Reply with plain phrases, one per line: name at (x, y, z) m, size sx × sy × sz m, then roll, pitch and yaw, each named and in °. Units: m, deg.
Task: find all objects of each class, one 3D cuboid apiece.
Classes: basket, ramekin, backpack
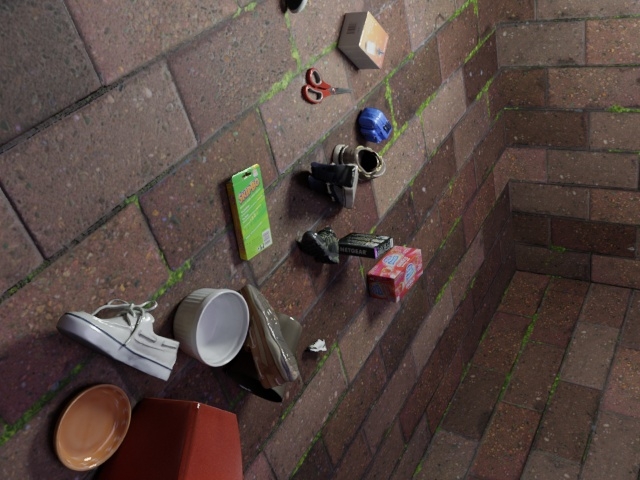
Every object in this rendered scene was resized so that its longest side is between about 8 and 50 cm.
basket at (-0.156, 0.343, 1.848) m, size 0.204 × 0.154 × 0.226 m, roll 43°, pitch 55°, yaw -31°
ramekin at (-0.299, 0.225, 1.632) m, size 0.207 × 0.109 × 0.207 m, roll -21°, pitch 116°, yaw -54°
backpack at (0.197, -0.426, 2.238) m, size 0.101 × 0.098 × 0.120 m, roll -63°, pitch 144°, yaw -19°

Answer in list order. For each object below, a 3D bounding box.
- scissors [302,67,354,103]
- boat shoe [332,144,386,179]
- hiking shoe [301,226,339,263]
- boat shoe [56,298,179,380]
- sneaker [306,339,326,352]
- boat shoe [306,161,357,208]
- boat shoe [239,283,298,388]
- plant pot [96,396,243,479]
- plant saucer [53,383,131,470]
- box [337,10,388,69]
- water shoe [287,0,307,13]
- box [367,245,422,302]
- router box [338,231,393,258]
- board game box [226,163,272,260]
scissors at (0.031, -0.495, 2.042) m, size 0.297 × 0.021 × 0.108 m, roll 5°, pitch 91°, yaw -58°
boat shoe at (0.168, -0.284, 2.227) m, size 0.324 × 0.097 × 0.116 m, roll 9°, pitch 90°, yaw -57°
hiking shoe at (0.000, 0.000, 2.075) m, size 0.227 × 0.086 × 0.114 m, roll 45°, pitch 47°, yaw -58°
boat shoe at (-0.436, 0.202, 1.395) m, size 0.367 × 0.136 × 0.156 m, roll 49°, pitch 58°, yaw -53°
sneaker at (-0.018, 0.377, 2.171) m, size 0.109 × 0.040 × 0.043 m, roll 9°, pitch 74°, yaw -61°
boat shoe at (0.042, -0.194, 2.056) m, size 0.340 × 0.158 × 0.127 m, roll 77°, pitch 23°, yaw -79°
boat shoe at (-0.175, 0.270, 1.726) m, size 0.324 × 0.117 × 0.123 m, roll 64°, pitch 8°, yaw 32°
plant pot at (-0.349, 0.529, 1.515) m, size 0.267 × 0.268 × 0.235 m, roll 42°, pitch 52°, yaw -53°
plant saucer at (-0.528, 0.425, 1.398) m, size 0.200 × 0.037 × 0.199 m, roll -22°, pitch 117°, yaw -53°
box at (0.150, -0.691, 2.106) m, size 0.170 × 0.091 × 0.130 m, roll 23°, pitch 78°, yaw -56°
water shoe at (-0.040, -0.764, 1.814) m, size 0.080 × 0.073 × 0.203 m, roll 21°, pitch 81°, yaw -59°
box at (0.314, 0.135, 2.526) m, size 0.257 × 0.128 × 0.122 m, roll -40°, pitch 129°, yaw -45°
router box at (0.155, 0.017, 2.208) m, size 0.133 × 0.179 × 0.046 m, roll -28°, pitch 119°, yaw -50°
board game box at (-0.205, -0.084, 1.765) m, size 0.124 × 0.039 × 0.259 m, roll -37°, pitch 130°, yaw -48°
